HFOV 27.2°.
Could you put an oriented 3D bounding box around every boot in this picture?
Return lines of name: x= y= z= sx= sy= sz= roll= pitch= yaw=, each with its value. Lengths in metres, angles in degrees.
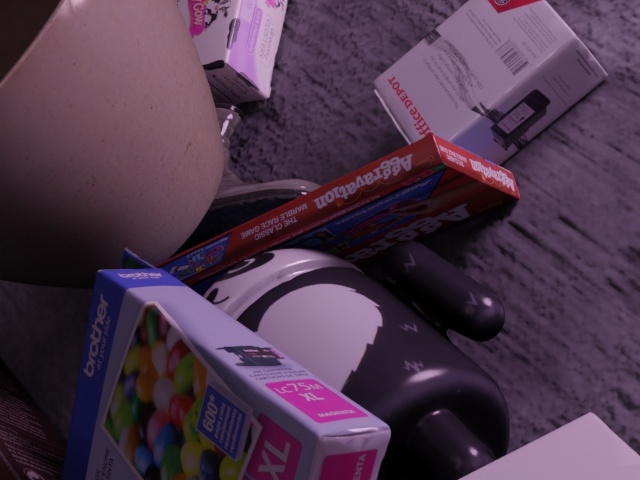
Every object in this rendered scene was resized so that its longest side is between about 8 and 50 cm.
boot: x=-0.093 y=-0.061 z=1.177 sx=0.247 sy=0.083 sz=0.161 roll=-12 pitch=53 yaw=31

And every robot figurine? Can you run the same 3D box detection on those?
robot figurine: x=0.016 y=0.117 z=0.915 sx=0.209 sy=0.173 sz=0.278 roll=-17 pitch=37 yaw=-29

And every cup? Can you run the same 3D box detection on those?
cup: x=-0.216 y=-0.094 z=1.076 sx=0.331 sy=0.237 sz=0.331 roll=-29 pitch=39 yaw=27

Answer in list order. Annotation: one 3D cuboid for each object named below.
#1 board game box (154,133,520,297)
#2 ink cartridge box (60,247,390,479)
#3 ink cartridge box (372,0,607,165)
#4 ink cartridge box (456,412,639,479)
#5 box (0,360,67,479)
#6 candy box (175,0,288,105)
board game box: x=0.000 y=0.000 z=1.020 sx=0.281 sy=0.145 sz=0.027 roll=-25 pitch=71 yaw=25
ink cartridge box: x=-0.089 y=0.139 z=0.868 sx=0.311 sy=0.065 sz=0.185 roll=31 pitch=114 yaw=49
ink cartridge box: x=0.131 y=-0.127 z=1.048 sx=0.150 sy=0.063 sz=0.109 roll=-40 pitch=47 yaw=13
ink cartridge box: x=0.068 y=0.244 z=0.705 sx=0.278 sy=0.201 sz=0.117 roll=-23 pitch=42 yaw=-19
box: x=-0.351 y=0.202 z=1.180 sx=0.191 sy=0.143 sz=0.381 roll=-52 pitch=48 yaw=1
candy box: x=-0.131 y=-0.207 z=1.293 sx=0.196 sy=0.070 sz=0.164 roll=-8 pitch=60 yaw=35
